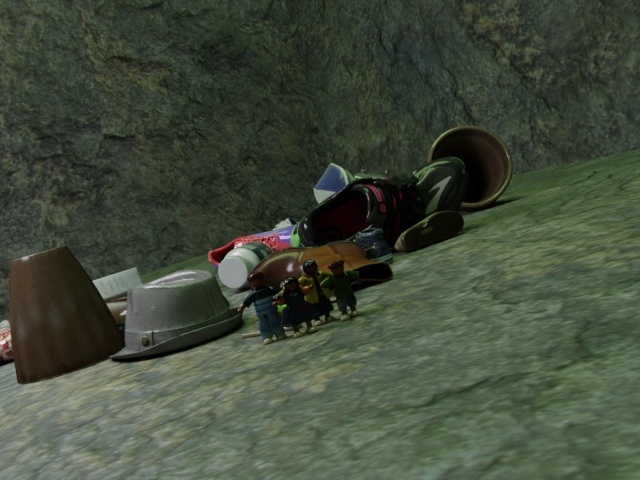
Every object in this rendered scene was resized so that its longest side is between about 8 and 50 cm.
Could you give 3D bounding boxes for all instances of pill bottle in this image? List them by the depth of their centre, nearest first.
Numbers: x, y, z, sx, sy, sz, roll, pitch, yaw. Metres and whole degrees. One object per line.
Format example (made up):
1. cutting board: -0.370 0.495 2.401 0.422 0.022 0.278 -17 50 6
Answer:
1. pill bottle: -0.193 0.067 1.940 0.107 0.108 0.180 -14 5 18

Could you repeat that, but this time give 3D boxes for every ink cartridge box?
1. ink cartridge box: -0.597 0.173 1.852 0.238 0.060 0.275 -19 -13 -40

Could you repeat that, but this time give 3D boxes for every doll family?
1. doll family: -0.032 0.085 1.157 0.192 0.112 0.076 -18 5 -26

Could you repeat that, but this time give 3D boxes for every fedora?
1. fedora: -0.281 0.128 1.395 0.275 0.125 0.243 -11 6 43

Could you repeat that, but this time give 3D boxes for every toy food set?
1. toy food set: -0.051 0.116 1.295 0.132 0.039 0.192 -14 5 25

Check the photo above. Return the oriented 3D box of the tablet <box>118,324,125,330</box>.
1. tablet: -0.463 0.207 1.796 0.083 0.006 0.054 -15 4 -4

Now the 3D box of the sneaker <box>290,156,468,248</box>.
1. sneaker: 0.158 -0.071 1.817 0.482 0.185 0.202 -26 -13 -10

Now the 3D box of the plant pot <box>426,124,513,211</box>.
1. plant pot: 0.448 -0.202 2.344 0.262 0.263 0.229 -16 -12 -4

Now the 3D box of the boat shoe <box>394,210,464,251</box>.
1. boat shoe: 0.257 -0.022 1.792 0.189 0.068 0.072 -18 -6 -26

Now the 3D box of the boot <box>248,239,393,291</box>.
1. boot: -0.010 0.080 1.523 0.263 0.096 0.280 -9 11 -8

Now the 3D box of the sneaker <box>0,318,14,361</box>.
1. sneaker: -0.815 0.258 1.838 0.144 0.090 0.270 -16 6 -34

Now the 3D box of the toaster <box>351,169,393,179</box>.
1. toaster: 0.168 -0.103 2.281 0.146 0.227 0.129 4 10 17

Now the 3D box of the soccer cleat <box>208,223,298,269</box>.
1. soccer cleat: -0.170 0.025 2.064 0.318 0.109 0.116 -21 -35 33

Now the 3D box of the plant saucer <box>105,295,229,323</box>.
1. plant saucer: -0.364 0.143 1.687 0.310 0.050 0.310 -7 1 0

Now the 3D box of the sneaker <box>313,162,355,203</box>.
1. sneaker: 0.128 -0.085 2.159 0.315 0.127 0.182 41 7 40

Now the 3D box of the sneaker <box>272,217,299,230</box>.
1. sneaker: -0.116 -0.002 2.375 0.297 0.130 0.111 -15 6 24

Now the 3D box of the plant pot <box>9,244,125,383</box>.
1. plant pot: -0.522 0.134 1.471 0.215 0.231 0.215 -16 4 1

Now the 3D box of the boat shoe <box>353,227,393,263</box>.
1. boat shoe: 0.096 0.017 1.711 0.065 0.083 0.183 -19 5 -34
